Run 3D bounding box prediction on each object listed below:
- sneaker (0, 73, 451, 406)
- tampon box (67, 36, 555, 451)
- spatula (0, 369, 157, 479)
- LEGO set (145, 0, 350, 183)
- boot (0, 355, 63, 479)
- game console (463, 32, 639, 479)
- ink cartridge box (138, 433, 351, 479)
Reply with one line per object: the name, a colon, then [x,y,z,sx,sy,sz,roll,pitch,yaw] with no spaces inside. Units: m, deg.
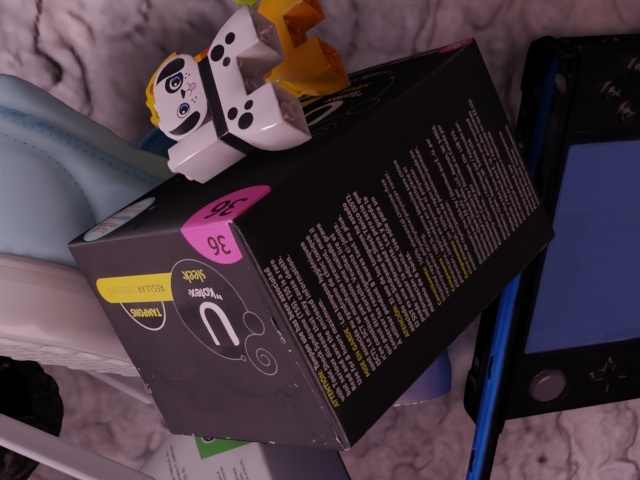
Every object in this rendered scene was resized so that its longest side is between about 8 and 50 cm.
sneaker: [-0.039,0.008,0.588,0.366,0.135,0.150,20,74,-50]
tampon box: [0.000,0.000,0.464,0.161,0.120,0.101,-39,110,-38]
spatula: [-0.162,0.035,0.556,0.019,0.168,0.242,-23,138,36]
LEGO set: [-0.058,-0.106,0.479,0.093,0.227,0.087,-31,149,23]
boot: [-0.334,0.148,0.562,0.347,0.131,0.260,5,127,-35]
game console: [0.182,0.039,0.659,0.250,0.173,0.293,-6,124,-16]
ink cartridge box: [-0.074,0.211,0.691,0.086,0.153,0.208,31,109,-34]
